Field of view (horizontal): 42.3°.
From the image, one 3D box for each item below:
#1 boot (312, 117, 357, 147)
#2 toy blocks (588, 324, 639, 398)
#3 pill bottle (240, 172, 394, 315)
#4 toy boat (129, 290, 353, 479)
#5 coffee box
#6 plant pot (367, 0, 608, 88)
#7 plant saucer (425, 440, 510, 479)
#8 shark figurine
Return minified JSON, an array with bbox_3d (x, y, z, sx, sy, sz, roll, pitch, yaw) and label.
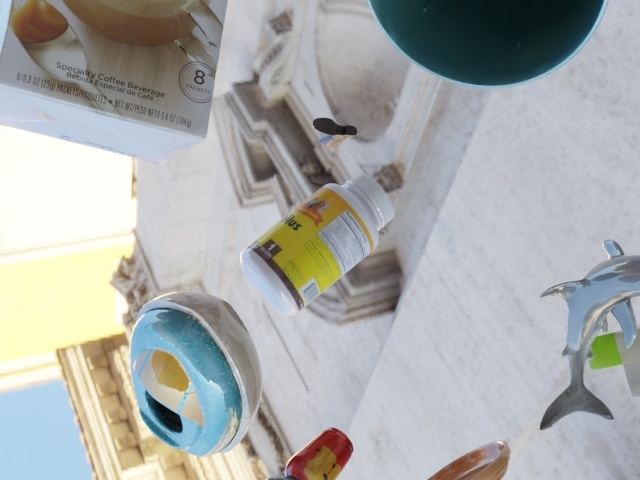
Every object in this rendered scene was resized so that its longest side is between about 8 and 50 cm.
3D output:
[{"bbox_3d":[0.014,-0.234,1.825,0.106,0.114,0.037,13,-100,-20],"label":"boot"},{"bbox_3d":[0.620,0.139,1.210,0.261,0.381,0.191,-2,-104,-54],"label":"toy blocks"},{"bbox_3d":[0.000,0.000,1.174,0.215,0.117,0.117,-39,-115,-15],"label":"pill bottle"},{"bbox_3d":[-0.118,0.207,0.986,0.318,0.267,0.148,35,-130,21],"label":"toy boat"},{"bbox_3d":[-0.142,-0.194,0.580,0.141,0.098,0.247,12,-102,-27],"label":"coffee box"},{"bbox_3d":[0.227,-0.373,1.019,0.293,0.293,0.235,25,-133,9],"label":"plant pot"},{"bbox_3d":[0.225,0.393,1.336,0.200,0.200,0.037,-28,-98,-33],"label":"plant saucer"},{"bbox_3d":[0.340,0.105,1.094,0.116,0.278,0.166,5,-147,-13],"label":"shark figurine"}]
